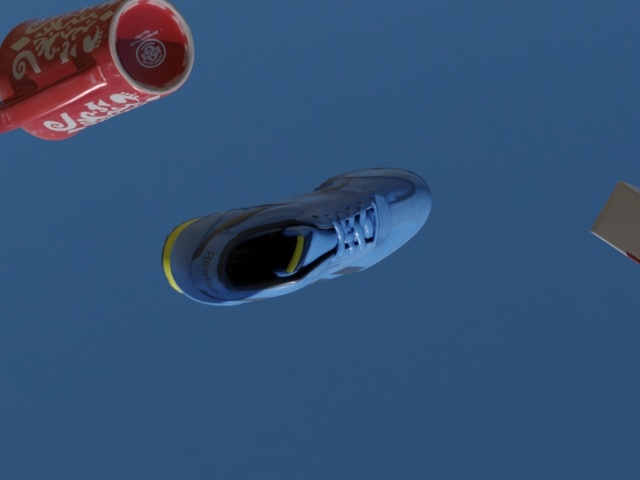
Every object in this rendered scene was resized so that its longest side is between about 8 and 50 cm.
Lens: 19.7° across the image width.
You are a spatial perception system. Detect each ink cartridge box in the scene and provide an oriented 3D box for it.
[{"bbox_3d":[0.325,0.002,1.676,0.099,0.135,0.056,38,-76,36],"label":"ink cartridge box"}]

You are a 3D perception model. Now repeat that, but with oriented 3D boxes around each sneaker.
[{"bbox_3d":[0.000,0.000,1.232,0.209,0.069,0.082,-16,-167,-30],"label":"sneaker"}]

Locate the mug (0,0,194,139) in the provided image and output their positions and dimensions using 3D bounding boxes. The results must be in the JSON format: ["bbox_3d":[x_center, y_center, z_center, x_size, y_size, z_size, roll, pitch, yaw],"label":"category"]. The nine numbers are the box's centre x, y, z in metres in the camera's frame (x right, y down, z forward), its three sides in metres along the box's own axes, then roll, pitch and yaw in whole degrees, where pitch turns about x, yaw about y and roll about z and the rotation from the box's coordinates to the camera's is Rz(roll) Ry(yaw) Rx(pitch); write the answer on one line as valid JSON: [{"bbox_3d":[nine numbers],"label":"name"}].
[{"bbox_3d":[-0.203,-0.143,1.636,0.169,0.113,0.150,-10,-129,48],"label":"mug"}]
